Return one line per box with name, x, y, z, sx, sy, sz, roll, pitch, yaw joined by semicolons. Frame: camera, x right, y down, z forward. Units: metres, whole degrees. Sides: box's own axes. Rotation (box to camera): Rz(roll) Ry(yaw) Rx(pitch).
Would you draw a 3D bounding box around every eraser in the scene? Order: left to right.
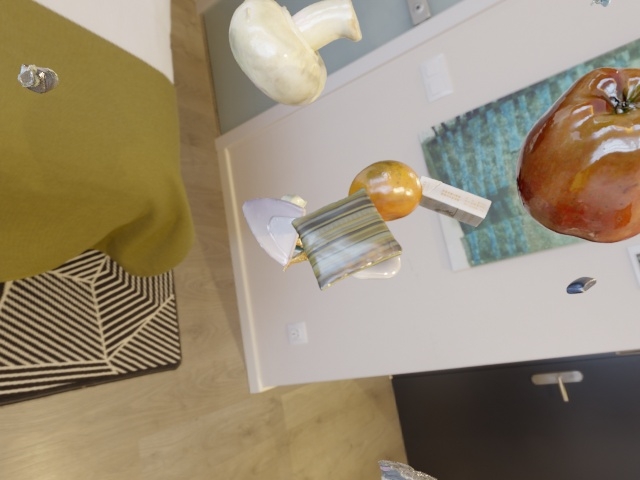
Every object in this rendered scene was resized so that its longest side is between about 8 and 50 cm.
eraser;-0.159;-0.064;1.359;0.059;0.243;0.205;-13;130;-51

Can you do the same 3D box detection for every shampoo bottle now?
shampoo bottle;-0.694;-0.399;1.022;0.057;0.207;0.064;11;106;-26

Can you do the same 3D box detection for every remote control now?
remote control;0.269;0.107;2.237;0.104;0.331;0.221;100;-11;-57

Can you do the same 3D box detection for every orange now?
orange;0.199;-0.153;1.282;0.240;0.239;0.172;12;71;-56

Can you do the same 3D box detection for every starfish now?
starfish;-0.013;0.008;1.549;0.084;0.302;0.293;38;18;28

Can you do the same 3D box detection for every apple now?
apple;0.392;-0.111;0.585;0.234;0.233;0.234;33;49;-47

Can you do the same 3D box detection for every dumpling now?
dumpling;-0.154;-0.160;1.925;0.169;0.133;0.100;-48;124;-43

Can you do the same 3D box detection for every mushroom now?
mushroom;-0.080;-0.515;1.170;0.355;0.315;0.316;10;57;-8

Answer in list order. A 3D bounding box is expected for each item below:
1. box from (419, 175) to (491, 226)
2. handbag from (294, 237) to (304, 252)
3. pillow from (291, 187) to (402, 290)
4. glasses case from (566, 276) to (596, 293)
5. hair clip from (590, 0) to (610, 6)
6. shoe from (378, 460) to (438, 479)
box;0.431;-0.128;1.391;0.067;0.233;0.149;-65;167;-7
handbag;-0.001;-0.008;2.084;0.247;0.259;0.079;-39;133;-54
pillow;0.057;-0.010;0.993;0.052;0.208;0.212;68;-3;-59
glasses case;0.536;0.089;0.856;0.083;0.033;0.023;-15;86;-37
hair clip;0.721;-0.629;1.070;0.039;0.030;0.115;32;53;-2
shoe;0.188;0.549;0.907;0.089;0.180;0.093;24;71;-27
